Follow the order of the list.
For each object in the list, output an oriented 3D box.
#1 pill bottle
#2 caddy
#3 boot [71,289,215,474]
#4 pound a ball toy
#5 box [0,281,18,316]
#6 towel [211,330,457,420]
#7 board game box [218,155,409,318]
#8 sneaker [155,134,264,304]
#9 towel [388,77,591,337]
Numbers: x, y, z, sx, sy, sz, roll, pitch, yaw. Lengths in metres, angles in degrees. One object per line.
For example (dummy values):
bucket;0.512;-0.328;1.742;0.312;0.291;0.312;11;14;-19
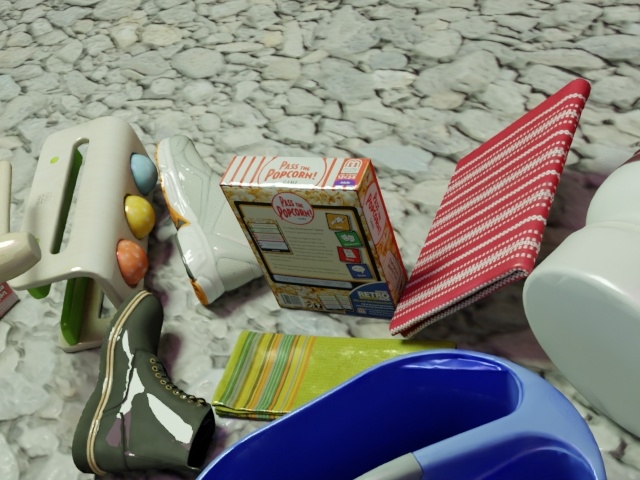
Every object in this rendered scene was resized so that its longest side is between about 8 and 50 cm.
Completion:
pill bottle;0.373;-0.020;0.720;0.392;0.224;0.224;-38;46;-17
caddy;0.047;0.225;0.641;0.341;0.179;0.241;-28;45;-7
boot;-0.156;0.146;0.877;0.137;0.077;0.197;-1;61;20
pound a ball toy;-0.274;-0.028;0.992;0.136;0.208;0.319;-14;43;8
box;-0.512;0.103;1.018;0.128;0.122;0.257;20;57;34
towel;0.012;0.135;0.856;0.237;0.021;0.102;0;48;21
board game box;0.000;0.000;0.867;0.147;0.193;0.045;4;50;24
sneaker;-0.121;-0.039;1.037;0.121;0.099;0.262;-18;51;-7
towel;0.175;-0.033;0.863;0.199;0.031;0.274;-37;19;50
